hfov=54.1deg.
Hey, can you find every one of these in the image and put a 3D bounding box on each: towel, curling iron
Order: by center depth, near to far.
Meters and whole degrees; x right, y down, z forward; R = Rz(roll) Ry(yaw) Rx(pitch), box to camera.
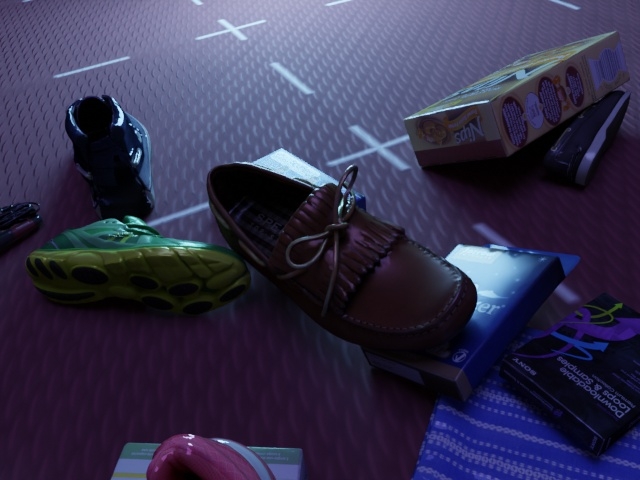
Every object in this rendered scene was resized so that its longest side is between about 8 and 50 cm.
[{"bbox_3d":[0.207,0.200,0.552,0.243,0.040,0.336,11,41,20],"label":"towel"},{"bbox_3d":[-0.505,0.027,0.882,0.068,0.035,0.274,10,40,26],"label":"curling iron"}]

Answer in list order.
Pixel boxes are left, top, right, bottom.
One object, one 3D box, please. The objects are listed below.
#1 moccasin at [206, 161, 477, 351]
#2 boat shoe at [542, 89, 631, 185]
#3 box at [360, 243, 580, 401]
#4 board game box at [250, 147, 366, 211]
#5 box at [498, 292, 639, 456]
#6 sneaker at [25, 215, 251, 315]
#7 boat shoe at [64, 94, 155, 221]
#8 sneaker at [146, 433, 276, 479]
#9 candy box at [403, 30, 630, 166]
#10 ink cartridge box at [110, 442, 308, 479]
[{"bbox_3d":[0.002,-0.002,0.690,0.139,0.147,0.380,-44,46,-11],"label":"moccasin"},{"bbox_3d":[0.410,-0.169,0.953,0.068,0.081,0.228,23,49,27],"label":"boat shoe"},{"bbox_3d":[0.163,0.065,0.675,0.225,0.037,0.136,-40,27,-27],"label":"box"},{"bbox_3d":[-0.049,-0.063,0.927,0.136,0.035,0.201,-30,44,-26],"label":"board game box"},{"bbox_3d":[0.271,0.121,0.606,0.162,0.029,0.116,-26,43,-25],"label":"box"},{"bbox_3d":[-0.227,0.017,0.793,0.295,0.110,0.124,4,43,14],"label":"sneaker"},{"bbox_3d":[-0.346,-0.182,1.022,0.127,0.158,0.341,-19,40,-15],"label":"boat shoe"},{"bbox_3d":[-0.048,0.265,0.383,0.115,0.136,0.314,-25,60,-7],"label":"sneaker"},{"bbox_3d":[0.307,-0.219,0.976,0.316,0.088,0.182,-30,16,-28],"label":"candy box"},{"bbox_3d":[-0.107,0.276,0.492,0.171,0.056,0.235,0,37,7],"label":"ink cartridge box"}]
